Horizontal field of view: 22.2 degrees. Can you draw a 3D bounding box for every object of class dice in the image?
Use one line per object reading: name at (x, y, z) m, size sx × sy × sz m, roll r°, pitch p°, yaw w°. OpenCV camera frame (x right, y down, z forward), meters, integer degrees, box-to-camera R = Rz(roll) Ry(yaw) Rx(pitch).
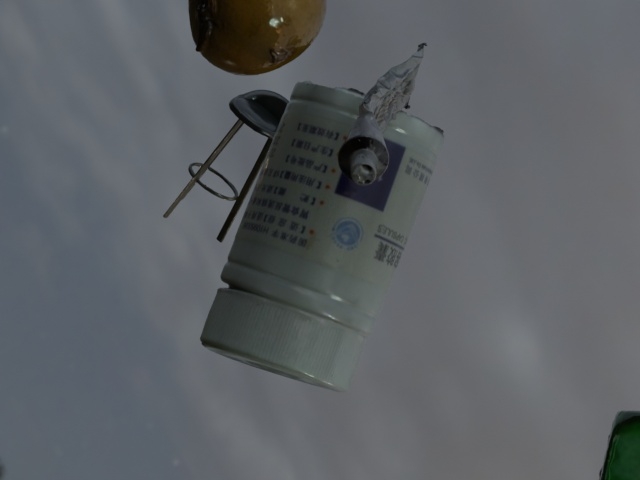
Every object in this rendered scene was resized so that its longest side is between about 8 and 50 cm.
dice at (0.367, 0.258, 1.754) m, size 0.131 × 0.128 × 0.120 m, roll 12°, pitch -10°, yaw 10°

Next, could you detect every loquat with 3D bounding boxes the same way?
loquat at (-0.059, -0.223, 1.523) m, size 0.141 × 0.141 × 0.141 m, roll 52°, pitch -20°, yaw 28°

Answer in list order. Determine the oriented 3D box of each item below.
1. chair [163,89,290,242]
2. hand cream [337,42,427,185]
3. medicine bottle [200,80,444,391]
chair at (-0.129, -0.113, 2.258) m, size 0.104 × 0.221 × 0.095 m, roll 45°, pitch 17°, yaw 24°
hand cream at (0.064, -0.122, 1.680) m, size 0.050 × 0.257 × 0.084 m, roll 16°, pitch -57°, yaw 7°
medicine bottle at (0.000, 0.000, 1.880) m, size 0.190 × 0.332 × 0.190 m, roll 21°, pitch -3°, yaw 1°
